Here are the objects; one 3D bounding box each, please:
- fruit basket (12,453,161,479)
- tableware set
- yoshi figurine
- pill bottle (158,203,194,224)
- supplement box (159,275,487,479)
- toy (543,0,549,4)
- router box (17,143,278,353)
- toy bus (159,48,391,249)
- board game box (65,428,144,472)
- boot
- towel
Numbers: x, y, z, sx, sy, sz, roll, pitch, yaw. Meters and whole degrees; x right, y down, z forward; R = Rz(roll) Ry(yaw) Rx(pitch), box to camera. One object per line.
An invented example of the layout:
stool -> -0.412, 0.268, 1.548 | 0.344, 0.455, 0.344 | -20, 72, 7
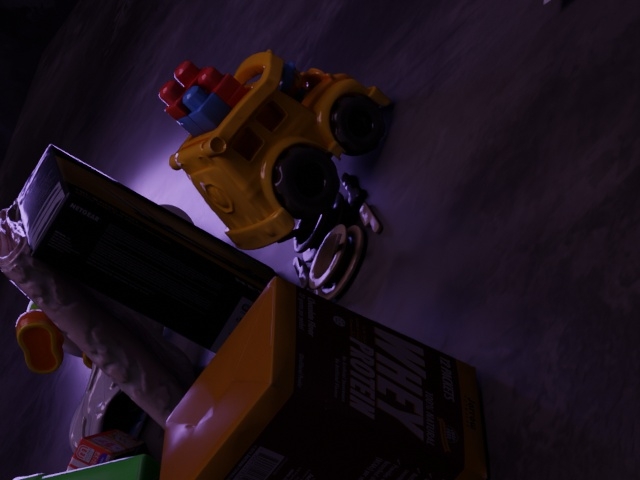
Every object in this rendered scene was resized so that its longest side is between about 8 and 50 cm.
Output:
fruit basket -> -0.258, 0.413, 1.587 | 0.392, 0.283, 0.392 | -36, 31, 26
tableware set -> 0.000, 0.000, 1.814 | 0.128, 0.039, 0.194 | -60, 19, 13
yoshi figurine -> -0.358, 0.030, 2.537 | 0.203, 0.203, 0.362 | -39, 25, 22
pill bottle -> -0.246, 0.021, 2.338 | 0.187, 0.112, 0.112 | -35, 34, 55
supplement box -> -0.001, 0.167, 1.358 | 0.191, 0.194, 0.129 | -53, 22, 32
toy -> 0.249, -0.345, 1.564 | 0.137, 0.056, 0.237 | -41, 30, 48
router box -> -0.170, 0.025, 1.817 | 0.081, 0.309, 0.243 | -58, 20, 6
toy bus -> -0.064, -0.131, 1.839 | 0.220, 0.211, 0.149 | -51, 16, -25
board game box -> -0.281, 0.309, 2.053 | 0.193, 0.045, 0.146 | 39, -104, -84
boot -> -0.252, 0.176, 2.213 | 0.123, 0.095, 0.258 | 10, 84, 65
towel -> -0.241, 0.097, 1.911 | 0.053, 0.332, 0.317 | -45, 18, -1
